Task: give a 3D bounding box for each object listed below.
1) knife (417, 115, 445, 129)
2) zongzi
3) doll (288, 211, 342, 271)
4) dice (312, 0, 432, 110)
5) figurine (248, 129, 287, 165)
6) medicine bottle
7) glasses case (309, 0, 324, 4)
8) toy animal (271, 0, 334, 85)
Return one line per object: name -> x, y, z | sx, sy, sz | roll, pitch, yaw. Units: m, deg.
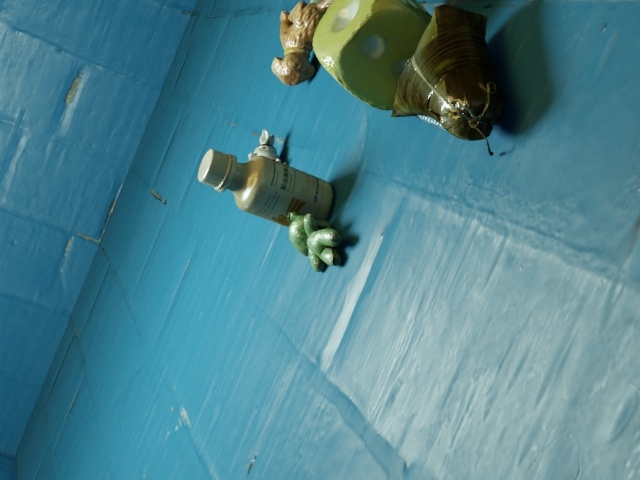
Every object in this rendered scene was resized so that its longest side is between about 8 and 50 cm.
knife -> 0.162, -0.238, 1.477 | 0.044, 0.019, 0.313 | -67, 24, 14
zongzi -> 0.181, -0.191, 1.307 | 0.241, 0.111, 0.247 | 120, 153, -46
doll -> 0.000, 0.000, 1.581 | 0.150, 0.078, 0.115 | 31, 137, 55
dice -> 0.101, -0.339, 1.470 | 0.169, 0.169, 0.166 | -47, 32, 23
figurine -> -0.116, -0.172, 1.972 | 0.098, 0.081, 0.146 | 23, 87, 23
medicine bottle -> -0.107, -0.101, 1.643 | 0.114, 0.252, 0.114 | -47, 31, 42
glasses case -> -0.004, -0.584, 2.091 | 0.083, 0.032, 0.021 | -62, 21, 16
toy animal -> -0.034, -0.452, 1.974 | 0.184, 0.104, 0.185 | -15, 53, 53
